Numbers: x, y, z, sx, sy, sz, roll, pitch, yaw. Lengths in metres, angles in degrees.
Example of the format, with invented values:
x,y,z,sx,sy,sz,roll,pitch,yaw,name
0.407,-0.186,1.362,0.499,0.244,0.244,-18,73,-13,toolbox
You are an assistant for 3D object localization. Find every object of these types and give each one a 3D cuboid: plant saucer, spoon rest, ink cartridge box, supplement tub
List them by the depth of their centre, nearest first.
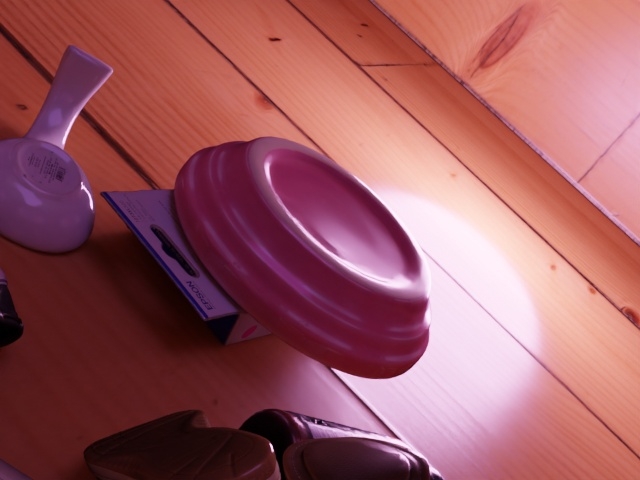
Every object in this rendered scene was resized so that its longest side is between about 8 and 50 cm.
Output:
x,y,z,sx,sy,sz,roll,pitch,yaw,name
0.019,0.214,0.973,0.198,0.106,0.106,22,29,-37,supplement tub
-0.278,-0.088,1.142,0.137,0.084,0.276,29,38,-19,spoon rest
0.000,0.000,1.211,0.332,0.084,0.332,34,24,-18,plant saucer
-0.084,0.020,1.226,0.175,0.069,0.371,48,22,18,ink cartridge box

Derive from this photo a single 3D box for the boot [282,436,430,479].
x,y,z,sx,sy,sz,roll,pitch,yaw,name
0.051,0.277,0.791,0.109,0.220,0.283,-9,20,-27,boot

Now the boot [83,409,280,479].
x,y,z,sx,sy,sz,roll,pitch,yaw,name
-0.077,0.230,0.792,0.095,0.262,0.203,-22,98,-28,boot

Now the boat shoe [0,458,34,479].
x,y,z,sx,sy,sz,roll,pitch,yaw,name
-0.267,0.158,0.694,0.335,0.095,0.112,36,-13,-18,boat shoe

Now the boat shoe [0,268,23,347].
x,y,z,sx,sy,sz,roll,pitch,yaw,name
-0.279,0.067,0.808,0.076,0.080,0.228,58,6,1,boat shoe
